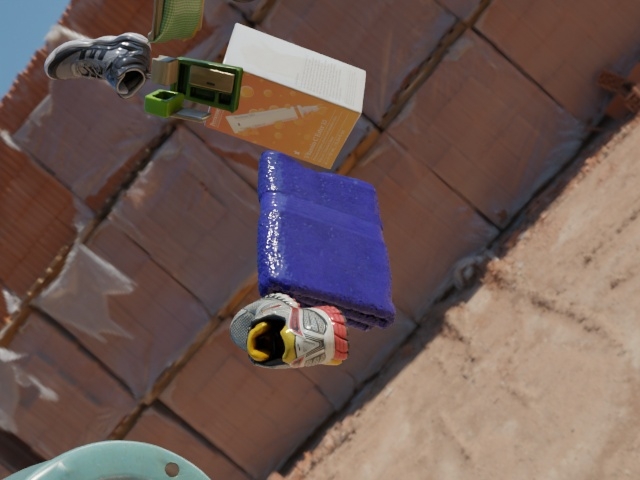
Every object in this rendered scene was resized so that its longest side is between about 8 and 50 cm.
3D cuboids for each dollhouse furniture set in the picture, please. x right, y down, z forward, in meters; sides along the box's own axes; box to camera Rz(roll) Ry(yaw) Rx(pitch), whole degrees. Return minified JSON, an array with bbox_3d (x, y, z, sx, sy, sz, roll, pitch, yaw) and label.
[{"bbox_3d":[-0.248,-0.411,1.444,0.197,0.151,0.302,-65,-13,-65],"label":"dollhouse furniture set"}]

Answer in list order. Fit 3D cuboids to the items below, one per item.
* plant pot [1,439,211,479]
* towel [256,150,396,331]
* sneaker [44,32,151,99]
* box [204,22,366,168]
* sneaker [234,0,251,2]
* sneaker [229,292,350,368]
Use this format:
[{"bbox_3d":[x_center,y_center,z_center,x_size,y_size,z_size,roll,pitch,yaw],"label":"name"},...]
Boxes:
[{"bbox_3d":[-0.187,0.287,0.536,0.255,0.271,0.272,-50,3,42],"label":"plant pot"},{"bbox_3d":[0.000,0.000,1.122,0.308,0.227,0.076,-95,29,-46],"label":"towel"},{"bbox_3d":[-0.546,-0.424,1.744,0.268,0.153,0.101,-16,-32,-10],"label":"sneaker"},{"bbox_3d":[-0.088,-0.355,1.751,0.215,0.345,0.168,120,163,-49],"label":"box"},{"bbox_3d":[-0.208,-0.640,1.267,0.185,0.483,0.202,-11,-21,-34],"label":"sneaker"},{"bbox_3d":[-0.061,0.112,0.869,0.092,0.088,0.225,-4,-3,-33],"label":"sneaker"}]
